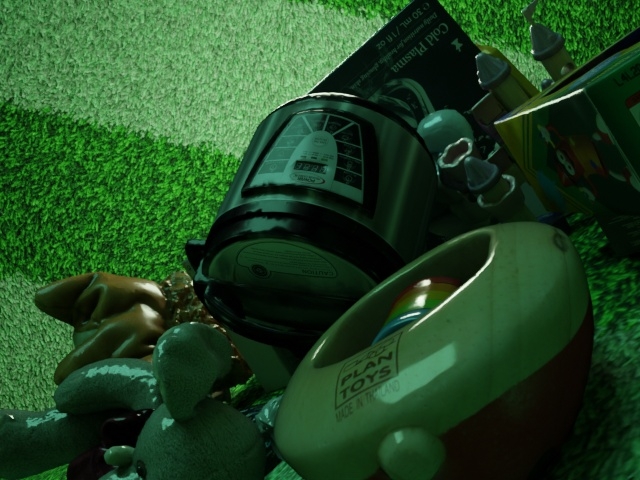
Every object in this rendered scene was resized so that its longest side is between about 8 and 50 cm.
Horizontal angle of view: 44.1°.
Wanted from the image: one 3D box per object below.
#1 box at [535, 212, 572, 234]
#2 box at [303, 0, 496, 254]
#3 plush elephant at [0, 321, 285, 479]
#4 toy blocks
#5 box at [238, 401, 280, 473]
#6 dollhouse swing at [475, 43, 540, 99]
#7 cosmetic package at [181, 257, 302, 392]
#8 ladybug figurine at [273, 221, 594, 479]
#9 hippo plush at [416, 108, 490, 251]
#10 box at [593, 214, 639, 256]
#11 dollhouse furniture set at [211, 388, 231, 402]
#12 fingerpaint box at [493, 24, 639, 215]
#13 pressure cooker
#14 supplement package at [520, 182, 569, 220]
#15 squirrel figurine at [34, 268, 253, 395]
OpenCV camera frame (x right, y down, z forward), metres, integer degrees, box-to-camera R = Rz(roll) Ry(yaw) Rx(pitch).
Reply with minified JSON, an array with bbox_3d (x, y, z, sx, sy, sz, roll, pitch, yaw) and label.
[{"bbox_3d":[0.323,0.020,1.321,0.225,0.036,0.136,-36,5,-27],"label":"box"},{"bbox_3d":[0.203,-0.237,1.890,0.480,0.471,0.297,-43,6,-5],"label":"box"},{"bbox_3d":[-0.144,0.218,0.715,0.330,0.271,0.255,-23,-9,-11],"label":"plush elephant"},{"bbox_3d":[0.305,-0.197,1.276,0.288,0.260,0.309,-43,25,7],"label":"toy blocks"},{"bbox_3d":[-0.117,0.303,1.161,0.175,0.051,0.220,-35,4,-38],"label":"box"},{"bbox_3d":[0.532,-0.406,2.073,0.315,0.305,0.347,-34,3,-20],"label":"dollhouse swing"},{"bbox_3d":[-0.112,0.121,1.547,0.160,0.309,0.113,-34,4,-41],"label":"cosmetic package"},{"bbox_3d":[0.117,0.118,0.723,0.305,0.161,0.449,-32,3,21],"label":"ladybug figurine"},{"bbox_3d":[0.262,-0.131,1.641,0.294,0.235,0.236,97,-164,-60],"label":"hippo plush"},{"bbox_3d":[0.518,-0.100,0.945,0.242,0.076,0.307,-35,4,-31],"label":"box"},{"bbox_3d":[-0.274,0.371,1.758,0.303,0.173,0.356,-20,27,-28],"label":"dollhouse furniture set"},{"bbox_3d":[0.470,-0.214,0.943,0.445,0.163,0.371,-33,3,1],"label":"fingerpaint box"},{"bbox_3d":[0.003,0.004,1.362,0.370,0.376,0.420,-30,32,46],"label":"pressure cooker"},{"bbox_3d":[0.454,-0.135,1.525,0.139,0.133,0.244,-30,4,31],"label":"supplement package"},{"bbox_3d":[-0.314,0.230,1.551,0.397,0.280,0.370,-19,32,-22],"label":"squirrel figurine"}]
